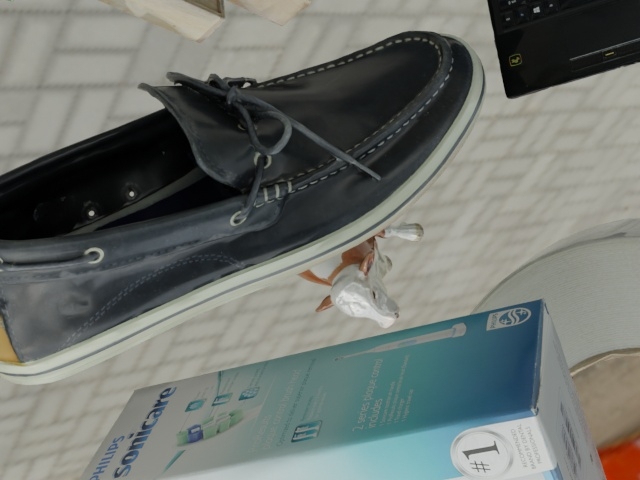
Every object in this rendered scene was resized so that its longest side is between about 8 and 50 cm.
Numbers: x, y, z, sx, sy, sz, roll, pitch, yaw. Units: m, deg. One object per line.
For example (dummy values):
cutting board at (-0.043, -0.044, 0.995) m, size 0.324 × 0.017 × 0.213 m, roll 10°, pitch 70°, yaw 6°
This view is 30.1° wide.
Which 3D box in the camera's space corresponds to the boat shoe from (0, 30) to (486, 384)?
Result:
boat shoe at (-0.078, -0.062, 0.985) m, size 0.500 × 0.187 × 0.156 m, roll -28°, pitch 130°, yaw -13°

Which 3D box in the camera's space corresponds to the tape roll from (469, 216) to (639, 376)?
tape roll at (0.281, 0.173, 0.965) m, size 0.392 × 0.392 × 0.072 m, roll -52°, pitch 166°, yaw 32°

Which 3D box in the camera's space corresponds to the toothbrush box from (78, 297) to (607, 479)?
toothbrush box at (0.027, 0.185, 0.751) m, size 0.296 × 0.216 × 0.126 m, roll -13°, pitch -158°, yaw 20°

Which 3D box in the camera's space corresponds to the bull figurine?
bull figurine at (0.000, 0.000, 1.397) m, size 0.188 × 0.310 × 0.101 m, roll -4°, pitch 117°, yaw -51°

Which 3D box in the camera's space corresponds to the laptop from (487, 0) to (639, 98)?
laptop at (0.224, -0.287, 0.997) m, size 0.234 × 0.264 × 0.136 m, roll -15°, pitch 165°, yaw 24°

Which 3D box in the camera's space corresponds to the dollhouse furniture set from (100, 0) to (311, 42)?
dollhouse furniture set at (-0.163, -0.491, 1.694) m, size 0.256 × 0.362 × 0.394 m, roll 17°, pitch 142°, yaw -39°
